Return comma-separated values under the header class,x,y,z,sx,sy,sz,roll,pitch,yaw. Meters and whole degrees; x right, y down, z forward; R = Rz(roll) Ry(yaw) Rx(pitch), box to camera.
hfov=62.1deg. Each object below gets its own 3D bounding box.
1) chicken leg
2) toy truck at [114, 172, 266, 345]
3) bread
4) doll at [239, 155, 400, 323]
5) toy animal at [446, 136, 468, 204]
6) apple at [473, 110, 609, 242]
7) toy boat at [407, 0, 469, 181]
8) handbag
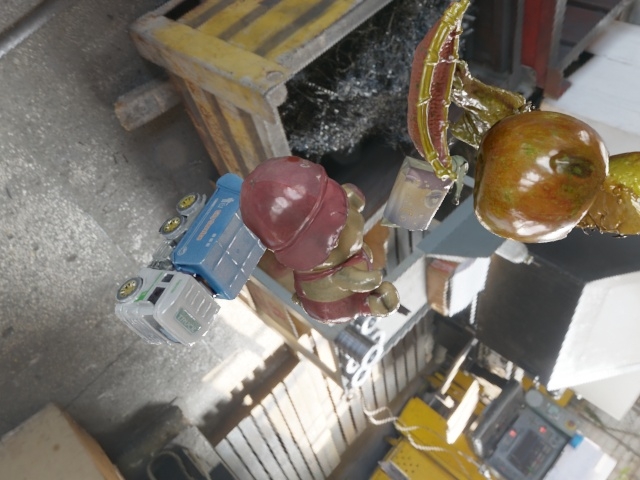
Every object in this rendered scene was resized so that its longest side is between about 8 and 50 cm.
class,x,y,z,sx,sy,sz,roll,pitch,yaw
chicken leg,0.382,-0.318,1.292,0.361,0.211,0.140,20,65,-27
toy truck,-0.232,0.031,1.051,0.146,0.175,0.367,54,51,-39
bread,0.571,-0.099,1.027,0.160,0.260,0.147,-21,99,1
doll,0.002,-0.003,0.720,0.152,0.196,0.256,-51,126,-24
toy animal,0.301,-0.170,1.260,0.217,0.073,0.176,-16,128,-49
apple,0.364,-0.106,0.878,0.237,0.207,0.237,7,90,-77
toy boat,0.212,-0.264,0.960,0.141,0.099,0.318,-40,135,-48
handbag,0.212,-0.097,1.199,0.117,0.095,0.173,14,123,-11
